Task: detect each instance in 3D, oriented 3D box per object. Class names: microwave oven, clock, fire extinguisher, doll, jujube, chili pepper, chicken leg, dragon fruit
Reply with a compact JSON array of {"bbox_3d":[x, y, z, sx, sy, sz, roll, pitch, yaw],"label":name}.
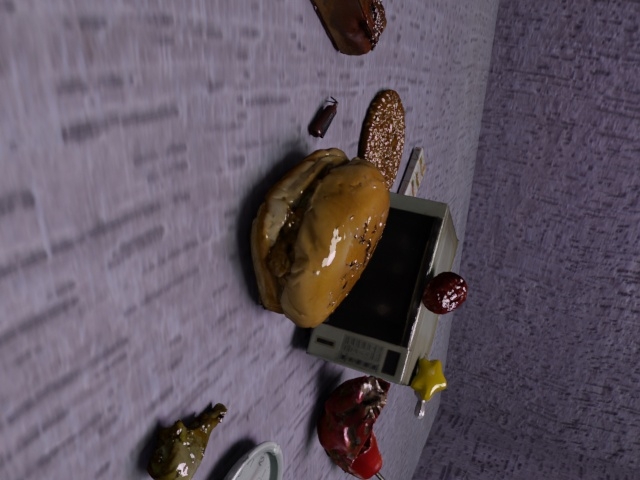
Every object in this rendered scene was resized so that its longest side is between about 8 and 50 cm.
[{"bbox_3d":[0.148,0.115,1.176,0.333,0.247,0.394,44,62,-65],"label":"microwave oven"},{"bbox_3d":[-0.149,0.485,0.926,0.236,0.053,0.236,-36,131,-56],"label":"clock"},{"bbox_3d":[0.013,-0.231,0.965,0.100,0.032,0.046,-57,139,-27],"label":"fire extinguisher"},{"bbox_3d":[0.240,0.312,1.103,0.135,0.072,0.113,-50,154,-54],"label":"doll"},{"bbox_3d":[0.246,0.105,0.999,0.129,0.077,0.077,-17,117,-52],"label":"jujube"},{"bbox_3d":[0.120,0.652,1.524,0.338,0.131,0.134,70,14,-45],"label":"chili pepper"},{"bbox_3d":[-0.188,0.288,0.735,0.178,0.070,0.093,-27,120,-70],"label":"chicken leg"},{"bbox_3d":[0.091,0.410,1.265,0.262,0.134,0.211,-53,174,-45],"label":"dragon fruit"}]

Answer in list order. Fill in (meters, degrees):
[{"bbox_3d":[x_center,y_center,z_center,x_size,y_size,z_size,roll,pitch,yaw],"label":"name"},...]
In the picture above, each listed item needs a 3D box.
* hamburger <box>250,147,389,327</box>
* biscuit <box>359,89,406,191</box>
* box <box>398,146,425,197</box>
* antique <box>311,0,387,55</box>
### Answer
[{"bbox_3d":[0.003,-0.002,0.900,0.304,0.174,0.284,-50,157,-35],"label":"hamburger"},{"bbox_3d":[0.169,-0.241,1.305,0.305,0.038,0.305,-42,139,-53],"label":"biscuit"},{"bbox_3d":[0.293,-0.180,1.624,0.220,0.032,0.122,-67,155,-22],"label":"box"},{"bbox_3d":[0.037,-0.435,0.840,0.310,0.094,0.087,40,65,-65],"label":"antique"}]
